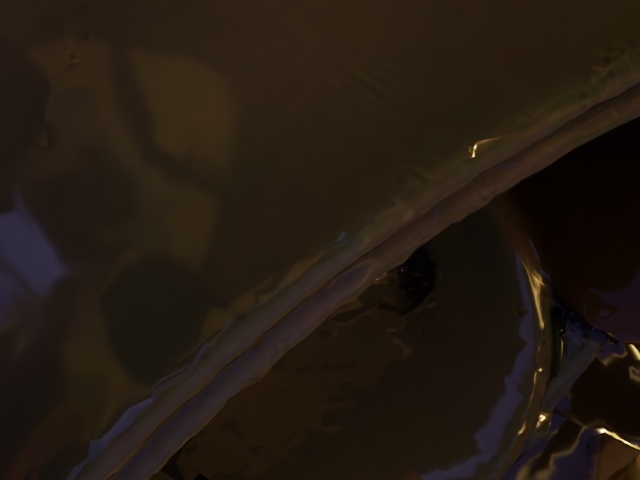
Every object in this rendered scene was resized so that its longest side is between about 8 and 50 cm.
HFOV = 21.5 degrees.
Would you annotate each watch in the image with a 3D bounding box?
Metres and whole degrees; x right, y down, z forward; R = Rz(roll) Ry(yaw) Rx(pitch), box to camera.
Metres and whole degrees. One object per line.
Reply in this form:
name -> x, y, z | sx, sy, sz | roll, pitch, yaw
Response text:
watch -> 0.000, 0.000, 0.493 | 0.327, 0.314, 0.335 | -20, 155, -35
